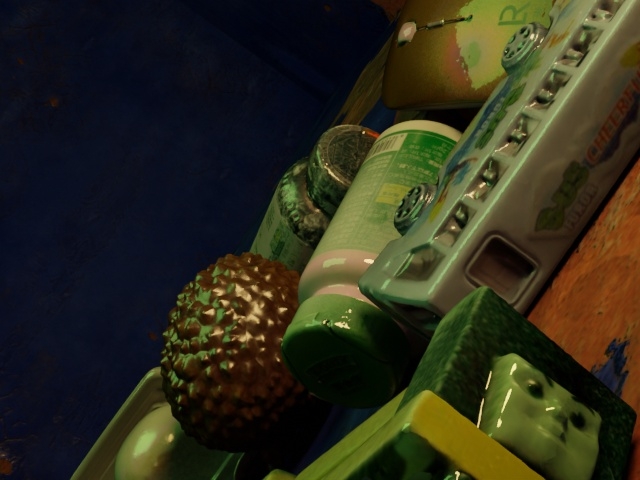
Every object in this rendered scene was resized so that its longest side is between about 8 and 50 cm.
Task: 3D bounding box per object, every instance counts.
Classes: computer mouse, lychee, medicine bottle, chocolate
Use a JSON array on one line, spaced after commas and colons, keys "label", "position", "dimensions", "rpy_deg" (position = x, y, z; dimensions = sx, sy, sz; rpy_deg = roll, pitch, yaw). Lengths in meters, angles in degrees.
[{"label": "computer mouse", "position": [0.162, -0.196, 1.091], "dimensions": [0.310, 0.072, 0.158], "rpy_deg": [6, 78, 51]}, {"label": "lychee", "position": [-0.073, 0.132, 1.207], "dimensions": [0.200, 0.238, 0.200], "rpy_deg": [-14, -4, -1]}, {"label": "medicine bottle", "position": [0.000, 0.000, 1.312], "dimensions": [0.141, 0.141, 0.293], "rpy_deg": [-62, -2, -42]}, {"label": "medicine bottle", "position": [0.063, 0.020, 1.049], "dimensions": [0.133, 0.133, 0.274], "rpy_deg": [-46, 10, 49]}, {"label": "chocolate", "position": [-0.159, 0.264, 1.326], "dimensions": [0.221, 0.147, 0.221], "rpy_deg": [-50, 9, 11]}]

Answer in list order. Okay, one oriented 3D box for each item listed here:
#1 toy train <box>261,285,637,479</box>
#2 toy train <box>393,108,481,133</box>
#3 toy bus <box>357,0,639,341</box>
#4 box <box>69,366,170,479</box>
[{"label": "toy train", "position": [0.008, 0.194, 0.584], "dimensions": [0.397, 0.160, 0.253], "rpy_deg": [-49, 3, 41]}, {"label": "toy train", "position": [0.200, -0.210, 1.229], "dimensions": [0.304, 0.150, 0.221], "rpy_deg": [-44, 23, 48]}, {"label": "toy bus", "position": [0.167, -0.061, 0.891], "dimensions": [0.329, 0.109, 0.136], "rpy_deg": [-56, 18, 1]}, {"label": "box", "position": [-0.202, 0.281, 1.497], "dimensions": [0.227, 0.162, 0.130], "rpy_deg": [-54, -3, 9]}]
